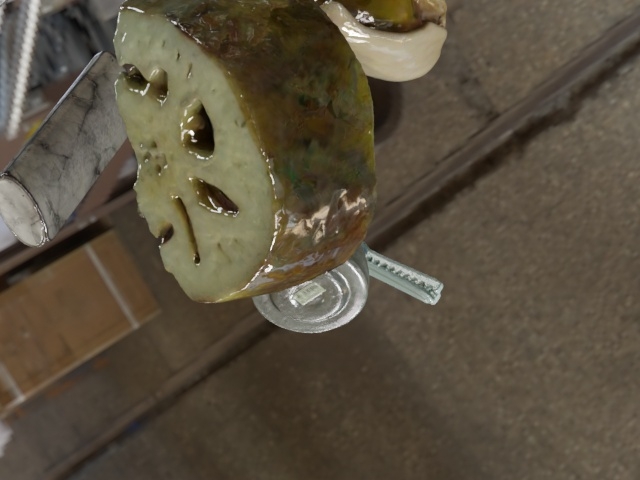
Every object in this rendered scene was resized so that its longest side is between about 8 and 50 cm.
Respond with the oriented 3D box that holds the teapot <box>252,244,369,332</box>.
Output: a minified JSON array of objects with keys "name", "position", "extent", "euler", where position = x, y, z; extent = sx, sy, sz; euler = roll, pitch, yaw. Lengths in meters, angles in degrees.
[{"name":"teapot","position":[-0.010,0.002,1.373],"extent":[0.111,0.108,0.149],"euler":[-2,131,2]}]

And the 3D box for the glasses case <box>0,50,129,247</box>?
[{"name":"glasses case","position":[-0.323,-0.124,1.902],"extent":[0.060,0.299,0.114],"euler":[-4,126,24]}]

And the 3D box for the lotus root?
[{"name":"lotus root","position":[-0.048,-0.070,1.009],"extent":[0.138,0.119,0.235],"euler":[-3,105,40]}]

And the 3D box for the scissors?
[{"name":"scissors","position":[0.027,0.011,1.655],"extent":[0.256,0.030,0.125],"euler":[26,163,28]}]

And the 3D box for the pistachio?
[{"name":"pistachio","position":[0.055,-0.249,1.617],"extent":[0.153,0.238,0.138],"euler":[-12,76,21]}]

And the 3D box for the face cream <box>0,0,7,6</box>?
[{"name":"face cream","position":[-0.359,-0.294,1.489],"extent":[0.073,0.073,0.283],"euler":[57,173,-1]}]
